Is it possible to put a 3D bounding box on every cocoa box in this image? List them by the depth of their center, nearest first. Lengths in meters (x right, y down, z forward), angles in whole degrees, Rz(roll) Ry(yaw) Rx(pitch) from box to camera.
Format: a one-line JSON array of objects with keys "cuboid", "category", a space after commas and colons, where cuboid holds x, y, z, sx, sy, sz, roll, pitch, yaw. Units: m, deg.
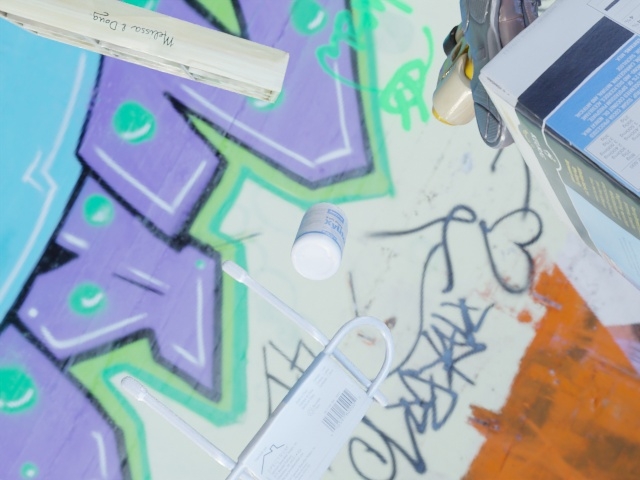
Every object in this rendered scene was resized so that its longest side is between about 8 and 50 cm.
[{"cuboid": [0.366, -0.099, 0.703, 0.231, 0.228, 0.347, -43, 141, 7], "category": "cocoa box"}]

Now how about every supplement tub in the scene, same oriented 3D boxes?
[{"cuboid": [0.000, 0.000, 0.946, 0.071, 0.071, 0.107, -61, -173, 31], "category": "supplement tub"}]

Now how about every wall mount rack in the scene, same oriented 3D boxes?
[{"cuboid": [-0.072, 0.210, 0.919, 0.350, 0.304, 0.130, -51, -153, -18], "category": "wall mount rack"}]

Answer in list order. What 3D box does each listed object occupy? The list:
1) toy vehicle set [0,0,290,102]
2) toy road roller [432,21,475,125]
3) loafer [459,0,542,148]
[{"cuboid": [-0.165, -0.190, 0.650, 0.166, 0.266, 0.035, -124, -131, -81], "category": "toy vehicle set"}, {"cuboid": [0.421, -0.413, 1.609, 0.202, 0.240, 0.330, 127, -17, -63], "category": "toy road roller"}, {"cuboid": [0.243, -0.274, 0.875, 0.109, 0.095, 0.303, -144, -136, -74], "category": "loafer"}]
